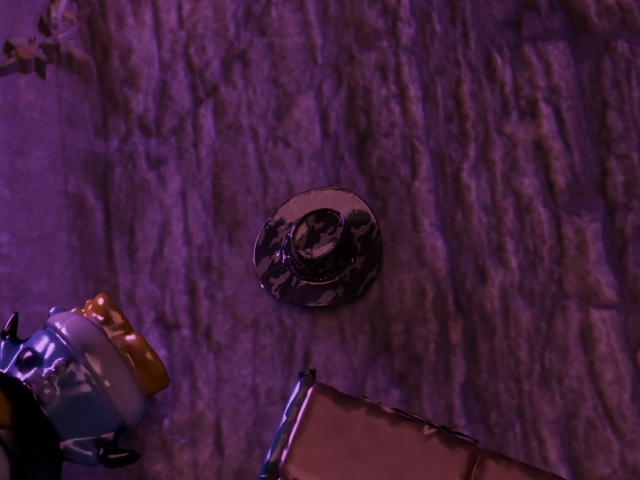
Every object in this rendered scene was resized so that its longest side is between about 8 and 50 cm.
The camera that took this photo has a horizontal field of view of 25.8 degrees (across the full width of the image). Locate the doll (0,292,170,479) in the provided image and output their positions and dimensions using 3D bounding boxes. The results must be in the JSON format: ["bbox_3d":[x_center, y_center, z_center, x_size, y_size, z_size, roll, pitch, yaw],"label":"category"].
[{"bbox_3d":[-0.266,0.161,1.057,0.314,0.141,0.177,-37,67,-19],"label":"doll"}]

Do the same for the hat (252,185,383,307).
[{"bbox_3d":[0.000,0.000,1.180,0.121,0.050,0.121,1,64,-2],"label":"hat"}]

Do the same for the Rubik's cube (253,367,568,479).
[{"bbox_3d":[0.041,0.259,0.978,0.221,0.231,0.224,21,66,6],"label":"Rubik's cube"}]
